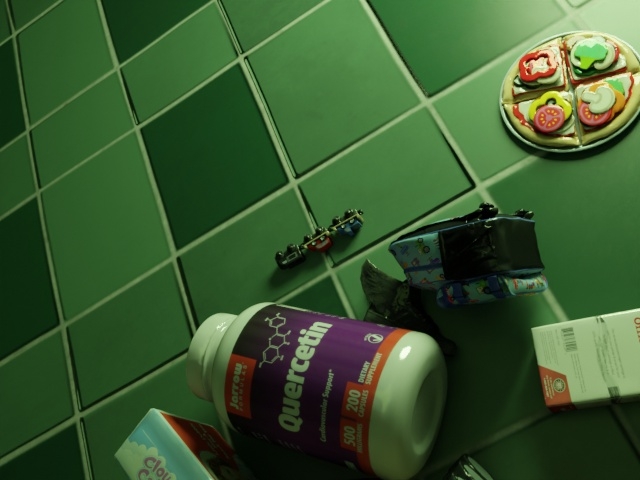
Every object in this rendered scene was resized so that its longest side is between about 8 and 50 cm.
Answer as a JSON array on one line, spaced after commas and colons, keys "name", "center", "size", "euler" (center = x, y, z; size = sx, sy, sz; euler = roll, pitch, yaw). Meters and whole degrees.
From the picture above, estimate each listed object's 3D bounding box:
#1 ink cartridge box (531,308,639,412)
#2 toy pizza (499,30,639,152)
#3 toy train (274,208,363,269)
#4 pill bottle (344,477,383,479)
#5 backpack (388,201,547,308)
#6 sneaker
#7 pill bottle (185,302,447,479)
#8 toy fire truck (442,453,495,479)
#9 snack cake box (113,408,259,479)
[{"name": "ink cartridge box", "center": [0.331, 0.144, 0.815], "size": [0.135, 0.056, 0.099], "euler": [-14, 64, 21]}, {"name": "toy pizza", "center": [0.355, -0.218, 0.976], "size": [0.201, 0.032, 0.201], "euler": [-10, 64, 22]}, {"name": "toy train", "center": [0.000, 0.000, 1.060], "size": [0.158, 0.027, 0.036], "euler": [-31, 62, 12]}, {"name": "pill bottle", "center": [0.038, 0.400, 0.800], "size": [0.123, 0.123, 0.219], "euler": [-15, 76, 20]}, {"name": "backpack", "center": [0.182, 0.028, 0.887], "size": [0.173, 0.158, 0.116], "euler": [-15, 80, 35]}, {"name": "sneaker", "center": [0.120, 0.091, 0.946], "size": [0.170, 0.051, 0.089], "euler": [18, 82, 35]}, {"name": "pill bottle", "center": [-0.012, 0.183, 0.894], "size": [0.323, 0.181, 0.181], "euler": [8, 72, 29]}, {"name": "toy fire truck", "center": [0.182, 0.376, 0.709], "size": [0.246, 0.217, 0.158], "euler": [43, 94, 18]}, {"name": "snack cake box", "center": [-0.135, 0.349, 0.900], "size": [0.264, 0.152, 0.089], "euler": [38, 89, 34]}]
